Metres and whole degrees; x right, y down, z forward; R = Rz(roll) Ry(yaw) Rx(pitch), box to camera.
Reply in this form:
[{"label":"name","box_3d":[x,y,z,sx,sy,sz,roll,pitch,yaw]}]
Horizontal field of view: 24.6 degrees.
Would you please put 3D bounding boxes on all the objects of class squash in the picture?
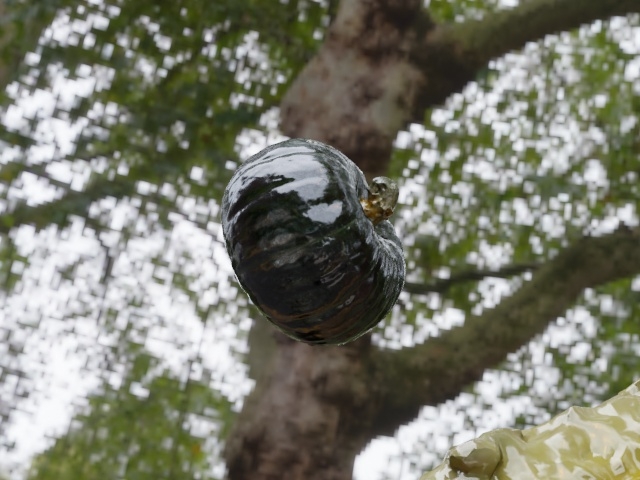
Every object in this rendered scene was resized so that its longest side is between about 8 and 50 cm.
[{"label":"squash","box_3d":[-0.005,0.003,1.288,0.156,0.193,0.193,-6,-29,1]}]

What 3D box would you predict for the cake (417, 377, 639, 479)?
[{"label":"cake","box_3d":[0.119,0.235,0.531,0.222,0.286,0.227,-17,-44,-29]}]
